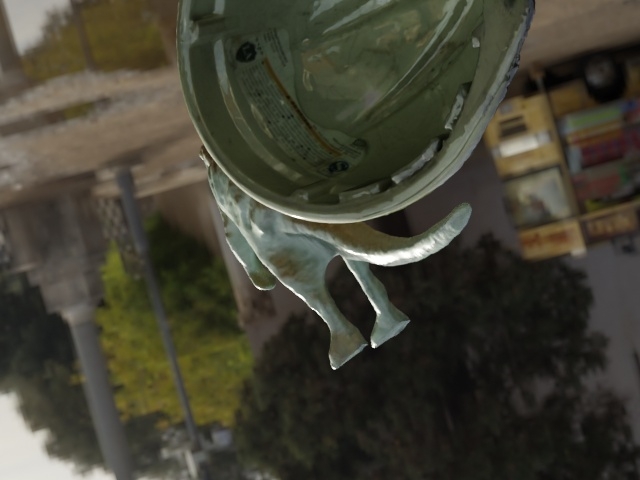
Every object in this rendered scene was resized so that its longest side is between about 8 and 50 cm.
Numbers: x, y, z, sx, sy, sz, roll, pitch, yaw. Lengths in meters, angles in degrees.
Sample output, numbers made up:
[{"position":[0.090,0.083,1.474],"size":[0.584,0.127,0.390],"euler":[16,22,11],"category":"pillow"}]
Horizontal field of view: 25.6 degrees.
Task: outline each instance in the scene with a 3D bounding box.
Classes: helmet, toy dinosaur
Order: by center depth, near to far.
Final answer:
[{"position":[0.046,-0.133,0.786],"size":[0.137,0.204,0.257],"euler":[-24,169,-46],"category":"helmet"},{"position":[0.000,0.000,1.015],"size":[0.092,0.205,0.393],"euler":[-31,-173,-13],"category":"toy dinosaur"}]
